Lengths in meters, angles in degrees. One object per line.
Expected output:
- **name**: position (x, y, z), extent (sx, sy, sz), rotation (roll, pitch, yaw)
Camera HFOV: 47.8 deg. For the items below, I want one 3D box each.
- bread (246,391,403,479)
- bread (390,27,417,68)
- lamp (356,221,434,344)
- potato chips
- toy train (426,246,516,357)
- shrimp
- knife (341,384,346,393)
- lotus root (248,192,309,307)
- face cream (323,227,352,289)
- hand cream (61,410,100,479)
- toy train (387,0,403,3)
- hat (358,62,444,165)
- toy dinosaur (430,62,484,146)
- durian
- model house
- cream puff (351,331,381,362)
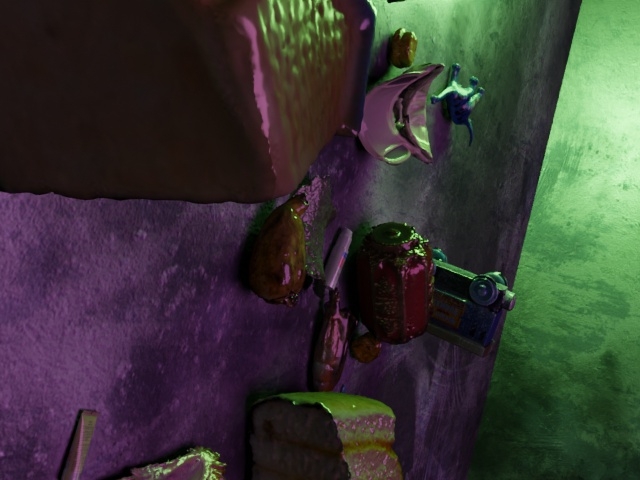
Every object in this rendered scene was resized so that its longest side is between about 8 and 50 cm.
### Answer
- **bread**: position (0.022, 0.427, 1.385), extent (0.264, 0.239, 0.396), rotation (-23, 119, -53)
- **bread**: position (0.174, -0.400, 1.512), extent (0.081, 0.046, 0.083), rotation (-49, 141, -52)
- **lamp**: position (0.164, 0.097, 1.587), extent (0.177, 0.177, 0.274), rotation (-44, 139, -47)
- **potato chips**: position (-0.008, 0.001, 1.339), extent (0.228, 0.059, 0.167), rotation (70, 33, -48)
- **toy train**: position (0.322, 0.145, 1.789), extent (0.131, 0.299, 0.202), rotation (-10, 120, -62)
- **shrimp**: position (0.039, 0.211, 1.525), extent (0.145, 0.059, 0.255), rotation (-13, 114, -64)
- **knife**: position (0.055, 0.379, 1.687), extent (0.027, 0.010, 0.096), rotation (-36, 132, -53)
- **lotus root**: position (-0.066, 0.012, 1.200), extent (0.108, 0.094, 0.191), rotation (69, 28, -84)
- **face cream**: position (0.034, 0.035, 1.459), extent (0.034, 0.034, 0.130), rotation (49, 58, -58)
- **hand cream**: position (-0.308, 0.268, 0.924), extent (0.035, 0.022, 0.102), rotation (36, 65, -61)
- **toy train**: position (0.164, -0.596, 1.318), extent (0.202, 0.120, 0.301), rotation (-43, 139, -51)
- **hat**: position (0.156, -0.268, 1.514), extent (0.225, 0.164, 0.220), rotation (-6, 118, -21)
- **toy dinosaur**: position (0.368, -0.363, 1.876), extent (0.329, 0.076, 0.145), rotation (27, 85, -60)
- **durian**: position (-0.236, 0.421, 1.033), extent (0.341, 0.112, 0.191), rotation (4, 97, -65)
- **model house**: position (-0.148, -0.268, 0.695), extent (0.343, 0.334, 0.382), rotation (-57, 144, -53)
- **cream puff**: position (0.109, 0.251, 1.671), extent (0.083, 0.058, 0.083), rotation (-18, 139, -50)
